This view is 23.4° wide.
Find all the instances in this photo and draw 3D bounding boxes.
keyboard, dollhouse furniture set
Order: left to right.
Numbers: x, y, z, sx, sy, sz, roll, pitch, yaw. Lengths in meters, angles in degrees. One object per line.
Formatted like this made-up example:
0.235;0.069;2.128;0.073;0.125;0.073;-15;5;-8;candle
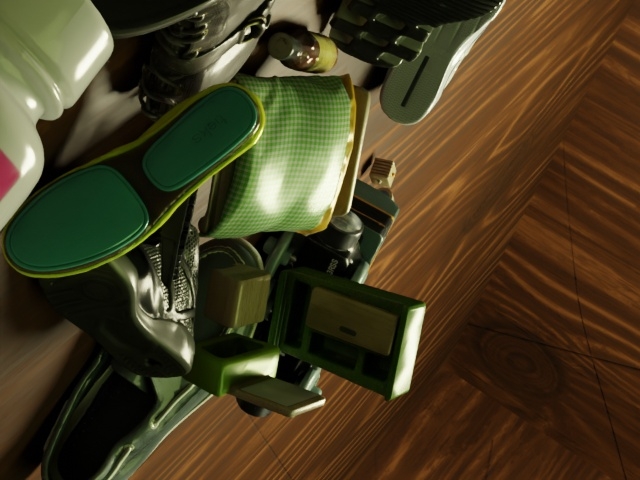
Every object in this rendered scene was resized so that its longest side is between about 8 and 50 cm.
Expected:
-0.110;-0.059;1.308;0.108;0.023;0.180;98;1;-53;keyboard
0.000;0.000;1.458;0.197;0.151;0.301;-12;116;-55;dollhouse furniture set

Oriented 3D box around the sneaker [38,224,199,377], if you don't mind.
-0.171;0.017;1.336;0.227;0.087;0.130;52;36;-52;sneaker

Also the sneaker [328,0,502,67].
0.101;-0.277;1.454;0.146;0.122;0.330;-68;-165;-13;sneaker

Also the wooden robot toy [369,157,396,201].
0.050;-0.042;2.022;0.173;0.076;0.079;-53;156;-17;wooden robot toy

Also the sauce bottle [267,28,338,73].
-0.018;-0.182;1.480;0.042;0.042;0.128;-59;168;10;sauce bottle

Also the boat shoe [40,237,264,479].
-0.168;0.132;1.535;0.319;0.116;0.099;-52;171;4;boat shoe

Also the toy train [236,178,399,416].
-0.013;0.073;1.931;0.190;0.142;0.334;-55;171;-54;toy train

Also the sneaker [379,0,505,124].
0.146;-0.260;1.834;0.258;0.094;0.091;-57;-174;20;sneaker

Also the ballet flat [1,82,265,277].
-0.142;-0.043;1.208;0.231;0.077;0.077;-35;-179;-7;ballet flat

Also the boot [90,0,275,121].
-0.098;-0.162;1.151;0.263;0.091;0.229;-38;167;-35;boot

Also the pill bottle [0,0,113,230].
-0.241;-0.031;0.766;0.283;0.160;0.160;-54;167;-14;pill bottle
